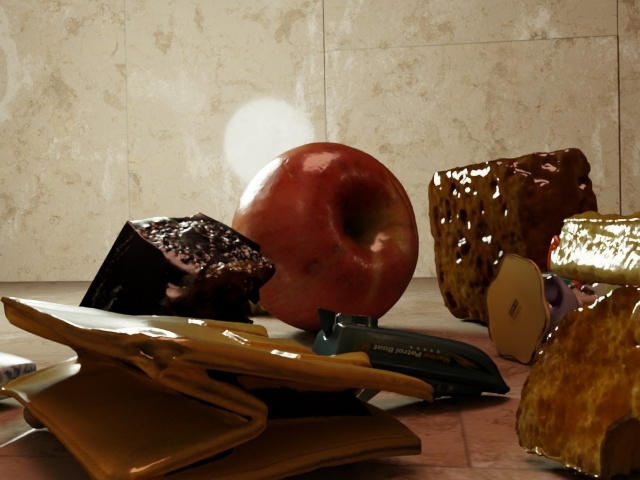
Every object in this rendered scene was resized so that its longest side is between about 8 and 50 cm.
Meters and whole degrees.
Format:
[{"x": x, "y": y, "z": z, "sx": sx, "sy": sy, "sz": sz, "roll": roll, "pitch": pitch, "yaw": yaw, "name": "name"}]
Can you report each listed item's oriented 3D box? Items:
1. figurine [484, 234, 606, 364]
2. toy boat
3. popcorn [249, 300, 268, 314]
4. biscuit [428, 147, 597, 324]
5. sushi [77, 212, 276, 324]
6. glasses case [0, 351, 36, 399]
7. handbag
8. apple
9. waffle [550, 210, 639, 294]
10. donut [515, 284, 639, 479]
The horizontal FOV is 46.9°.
[{"x": 0.395, "y": 0.083, "z": 1.116, "sx": 0.257, "sy": 0.181, "sz": 0.208, "roll": -1, "pitch": 2, "yaw": -19, "name": "figurine"}, {"x": 0.103, "y": 0.147, "z": 0.817, "sx": 0.246, "sy": 0.103, "sz": 0.093, "roll": 13, "pitch": -17, "yaw": -18, "name": "toy boat"}, {"x": -0.161, "y": 0.075, "z": 1.807, "sx": 0.252, "sy": 0.215, "sz": 0.286, "roll": -36, "pitch": 14, "yaw": -22, "name": "popcorn"}, {"x": 0.361, "y": 0.005, "z": 1.441, "sx": 0.166, "sy": 0.343, "sz": 0.395, "roll": -6, "pitch": 0, "yaw": -21, "name": "biscuit"}, {"x": -0.196, "y": 0.078, "z": 1.153, "sx": 0.212, "sy": 0.215, "sz": 0.227, "roll": 29, "pitch": 0, "yaw": 29, "name": "sushi"}, {"x": -0.460, "y": 0.161, "z": 0.889, "sx": 0.247, "sy": 0.065, "sz": 0.087, "roll": 0, "pitch": 3, "yaw": 20, "name": "glasses case"}, {"x": -0.119, "y": 0.131, "z": 0.683, "sx": 0.283, "sy": 0.133, "sz": 0.401, "roll": 4, "pitch": -2, "yaw": -35, "name": "handbag"}, {"x": 0.000, "y": 0.000, "z": 1.412, "sx": 0.363, "sy": 0.364, "sz": 0.364, "roll": -1, "pitch": 1, "yaw": 0, "name": "apple"}, {"x": 0.402, "y": 0.074, "z": 0.641, "sx": 0.348, "sy": 0.078, "sz": 0.304, "roll": 29, "pitch": -2, "yaw": -8, "name": "waffle"}, {"x": 0.257, "y": 0.109, "z": 0.522, "sx": 0.101, "sy": 0.152, "sz": 0.259, "roll": 6, "pitch": 0, "yaw": -21, "name": "donut"}]
